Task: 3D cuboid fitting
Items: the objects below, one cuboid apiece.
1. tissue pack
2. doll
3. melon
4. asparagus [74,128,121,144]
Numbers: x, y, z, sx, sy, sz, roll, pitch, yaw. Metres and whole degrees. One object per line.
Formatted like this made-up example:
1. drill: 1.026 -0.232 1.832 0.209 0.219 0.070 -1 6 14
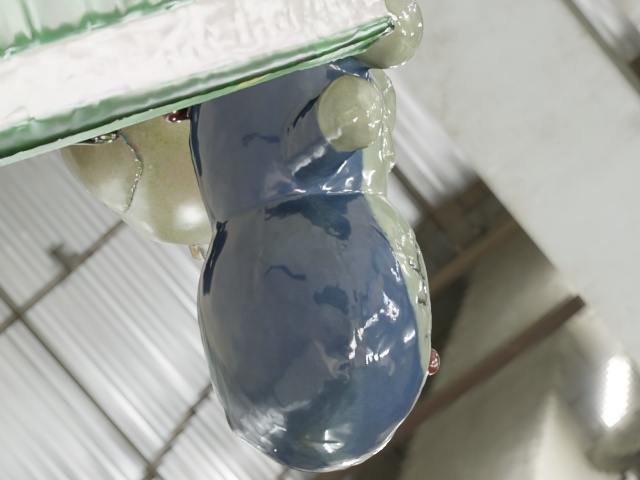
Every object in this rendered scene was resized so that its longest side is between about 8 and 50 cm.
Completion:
1. tissue pack: -0.107 -0.098 0.500 0.148 0.156 0.209 -6 -169 43
2. doll: 0.000 0.000 0.961 0.154 0.258 0.228 -10 168 -11
3. melon: -0.083 -0.147 1.341 0.268 0.268 0.330 -126 -135 -84
4. asparagus: -0.204 -0.060 0.811 0.232 0.023 0.022 2 -150 16
